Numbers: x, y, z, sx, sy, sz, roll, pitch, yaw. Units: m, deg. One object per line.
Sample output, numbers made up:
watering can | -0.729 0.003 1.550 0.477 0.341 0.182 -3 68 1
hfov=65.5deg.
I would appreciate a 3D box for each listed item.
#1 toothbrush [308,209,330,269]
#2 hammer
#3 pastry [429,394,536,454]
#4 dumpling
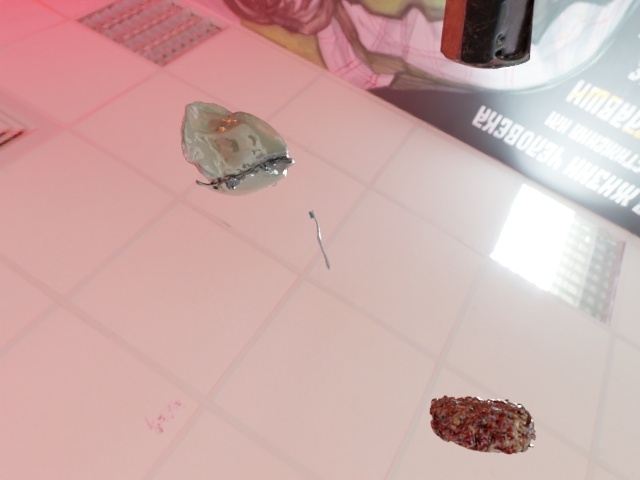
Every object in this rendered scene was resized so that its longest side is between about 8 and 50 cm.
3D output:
toothbrush | 0.000 0.000 1.034 0.011 0.013 0.131 -34 -71 -55
hammer | 0.317 -0.365 0.583 0.409 0.242 0.095 -22 -144 -21
pastry | 0.325 0.378 1.023 0.115 0.209 0.097 4 -97 -56
dumpling | -0.157 -0.193 1.002 0.293 0.164 0.204 -13 -83 -60
